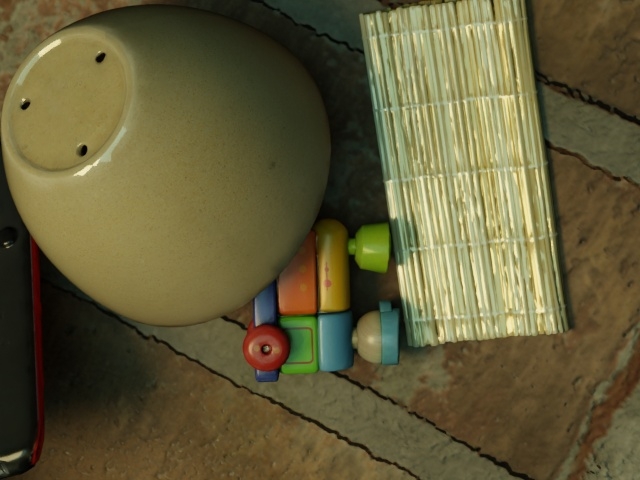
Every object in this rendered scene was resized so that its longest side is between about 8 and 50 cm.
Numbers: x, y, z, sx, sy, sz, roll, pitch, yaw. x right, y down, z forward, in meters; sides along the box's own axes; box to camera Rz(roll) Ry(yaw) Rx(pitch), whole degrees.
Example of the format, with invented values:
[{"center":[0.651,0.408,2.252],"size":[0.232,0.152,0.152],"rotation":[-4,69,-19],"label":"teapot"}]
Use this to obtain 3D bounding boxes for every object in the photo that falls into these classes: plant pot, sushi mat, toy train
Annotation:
[{"center":[-0.160,-0.084,1.290],"size":[0.284,0.191,0.284],"rotation":[-8,71,26],"label":"plant pot"},{"center":[0.131,-0.064,1.384],"size":[0.151,0.019,0.316],"rotation":[-8,94,11],"label":"sushi mat"},{"center":[0.000,0.000,1.376],"size":[0.143,0.105,0.248],"rotation":[-1,95,0],"label":"toy train"}]

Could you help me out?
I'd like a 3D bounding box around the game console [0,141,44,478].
[{"center":[-0.433,0.089,1.386],"size":[0.386,0.060,0.342],"rotation":[-15,55,11],"label":"game console"}]
